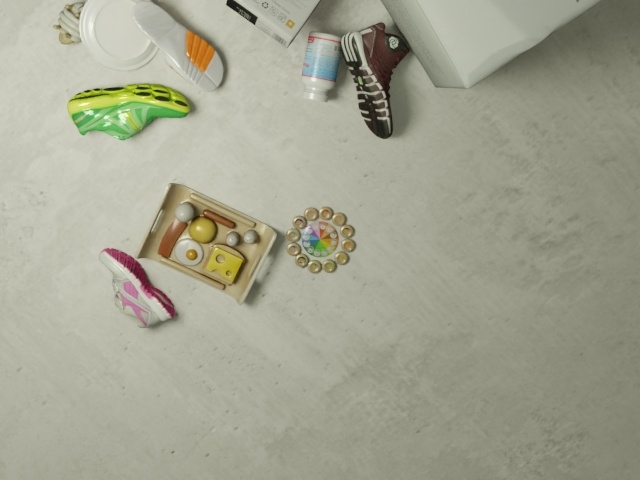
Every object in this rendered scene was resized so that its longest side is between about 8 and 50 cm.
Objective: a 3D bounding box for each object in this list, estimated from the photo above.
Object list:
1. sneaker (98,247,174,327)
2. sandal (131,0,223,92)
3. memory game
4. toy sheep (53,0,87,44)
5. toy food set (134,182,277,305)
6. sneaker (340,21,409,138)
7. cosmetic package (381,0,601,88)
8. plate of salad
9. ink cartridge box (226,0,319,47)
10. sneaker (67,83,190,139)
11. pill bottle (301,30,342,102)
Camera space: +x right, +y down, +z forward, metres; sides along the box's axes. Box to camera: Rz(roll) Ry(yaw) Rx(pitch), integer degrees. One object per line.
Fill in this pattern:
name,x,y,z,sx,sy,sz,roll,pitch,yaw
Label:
sneaker,-0.499,0.133,1.842,0.111,0.103,0.252,-37,100,5
sandal,-0.348,-0.473,1.723,0.265,0.076,0.102,43,75,-21
memory game,0.000,0.000,1.869,0.186,0.012,0.186,0,102,-1
toy sheep,-0.588,-0.527,1.700,0.091,0.091,0.132,41,107,-9
toy food set,-0.295,0.012,1.825,0.306,0.092,0.220,26,100,-6
sneaker,0.167,-0.403,1.742,0.162,0.106,0.282,-33,121,-20
cosmetic package,0.339,-0.559,1.558,0.329,0.394,0.327,-33,101,5
plate of salad,-0.483,-0.513,1.711,0.199,0.048,0.200,-12,117,-24
ink cartridge box,-0.049,-0.648,1.659,0.175,0.069,0.371,34,77,-8
sneaker,-0.470,-0.317,1.756,0.295,0.109,0.124,-3,126,-2
pill bottle,0.001,-0.425,1.737,0.087,0.087,0.160,11,101,-4
